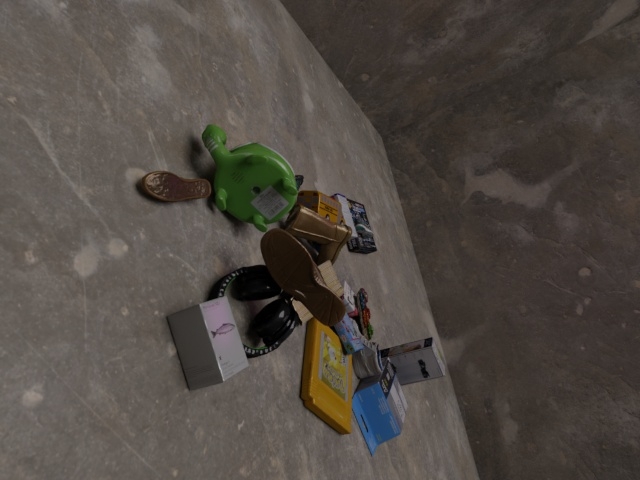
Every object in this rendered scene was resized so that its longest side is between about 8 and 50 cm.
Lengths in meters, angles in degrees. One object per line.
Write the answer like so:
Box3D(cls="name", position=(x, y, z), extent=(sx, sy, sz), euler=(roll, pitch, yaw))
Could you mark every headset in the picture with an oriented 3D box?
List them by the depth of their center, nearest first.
Box3D(cls="headset", position=(-0.171, 0.191, 1.204), extent=(0.394, 0.185, 0.244), euler=(-20, 85, -52))

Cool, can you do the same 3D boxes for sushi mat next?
Box3D(cls="sushi mat", position=(-0.015, 0.188, 1.543), extent=(0.316, 0.019, 0.152), euler=(-27, 89, -54))

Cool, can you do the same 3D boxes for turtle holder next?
Box3D(cls="turtle holder", position=(-0.231, -0.198, 1.282), extent=(0.319, 0.244, 0.228), euler=(14, 28, -15))

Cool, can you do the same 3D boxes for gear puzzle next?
Box3D(cls="gear puzzle", position=(0.221, 0.394, 1.884), extent=(0.175, 0.044, 0.340), euler=(-17, 98, -77))

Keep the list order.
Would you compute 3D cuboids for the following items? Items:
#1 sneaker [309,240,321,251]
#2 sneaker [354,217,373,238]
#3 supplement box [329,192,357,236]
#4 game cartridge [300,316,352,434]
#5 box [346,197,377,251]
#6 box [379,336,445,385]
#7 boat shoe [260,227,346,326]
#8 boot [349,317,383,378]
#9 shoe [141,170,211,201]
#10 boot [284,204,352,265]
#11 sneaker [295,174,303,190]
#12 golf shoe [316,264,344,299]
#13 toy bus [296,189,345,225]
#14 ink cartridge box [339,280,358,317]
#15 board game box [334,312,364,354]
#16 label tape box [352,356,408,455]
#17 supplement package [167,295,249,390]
Box3D(cls="sneaker", position=(0.000, 0.000, 1.790), extent=(0.191, 0.071, 0.083), euler=(58, 18, -44))
Box3D(cls="sneaker", position=(0.233, -0.067, 2.183), extent=(0.166, 0.064, 0.076), euler=(38, 34, -50))
Box3D(cls="supplement box", position=(0.085, -0.104, 1.995), extent=(0.114, 0.111, 0.220), euler=(6, 65, -64))
Box3D(cls="game cartridge", position=(0.033, 0.478, 1.462), extent=(0.285, 0.052, 0.324), euler=(51, 27, -35))
Box3D(cls="box", position=(0.203, -0.077, 2.281), extent=(0.295, 0.073, 0.294), euler=(8, 63, -63))
Box3D(cls="box", position=(0.423, 0.581, 1.929), extent=(0.169, 0.289, 0.087), euler=(65, 24, -7))
Box3D(cls="boat shoe", position=(-0.058, 0.102, 1.189), extent=(0.342, 0.123, 0.123), euler=(49, -5, -19))
Box3D(cls="boot", position=(0.191, 0.447, 1.742), extent=(0.095, 0.123, 0.259), euler=(18, 55, -62))
Box3D(cls="shoe", position=(-0.383, -0.137, 1.073), extent=(0.219, 0.058, 0.077), euler=(-2, 93, -62))
Box3D(cls="boot", position=(-0.034, -0.009, 1.640), extent=(0.269, 0.236, 0.089), euler=(18, 23, -35))
Box3D(cls="sneaker", position=(-0.139, -0.209, 1.647), extent=(0.267, 0.101, 0.106), euler=(-38, 128, -67))
Box3D(cls="golf shoe", position=(0.022, 0.178, 1.696), extent=(0.186, 0.067, 0.086), euler=(54, -12, -12))
Box3D(cls="toy bus", position=(0.010, -0.122, 1.784), extent=(0.332, 0.108, 0.131), euler=(14, 80, -66))
Box3D(cls="ink cartridge box", position=(0.114, 0.261, 1.815), extent=(0.135, 0.056, 0.099), euler=(55, 27, -30))
Box3D(cls="board game box", position=(0.099, 0.352, 1.654), extent=(0.212, 0.039, 0.160), euler=(64, 13, 17))
Box3D(cls="label tape box", position=(0.257, 0.683, 1.711), extent=(0.241, 0.105, 0.333), euler=(67, 23, -3))
Box3D(cls="supplement package", position=(-0.260, 0.235, 0.951), extent=(0.105, 0.105, 0.180), euler=(-9, 79, -66))
